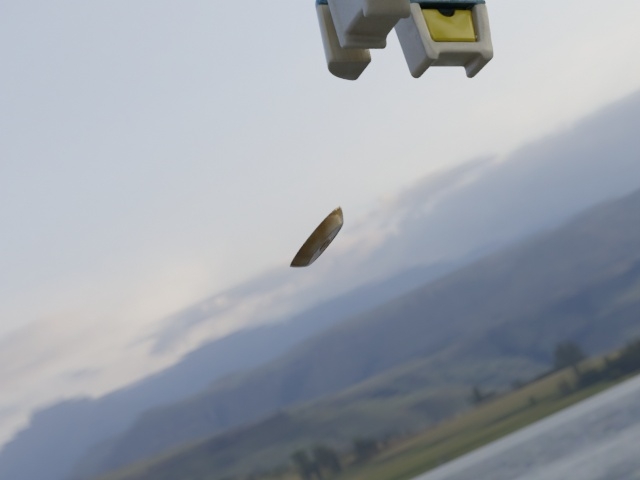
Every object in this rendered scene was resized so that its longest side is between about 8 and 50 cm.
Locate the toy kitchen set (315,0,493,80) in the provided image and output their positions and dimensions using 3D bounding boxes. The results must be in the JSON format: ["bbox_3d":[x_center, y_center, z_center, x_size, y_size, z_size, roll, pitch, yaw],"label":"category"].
[{"bbox_3d":[0.095,-0.237,1.449,0.166,0.122,0.207,-3,-20,-22],"label":"toy kitchen set"}]

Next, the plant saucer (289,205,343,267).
[{"bbox_3d":[0.000,0.000,1.769,0.083,0.015,0.083,-50,-7,-8],"label":"plant saucer"}]
